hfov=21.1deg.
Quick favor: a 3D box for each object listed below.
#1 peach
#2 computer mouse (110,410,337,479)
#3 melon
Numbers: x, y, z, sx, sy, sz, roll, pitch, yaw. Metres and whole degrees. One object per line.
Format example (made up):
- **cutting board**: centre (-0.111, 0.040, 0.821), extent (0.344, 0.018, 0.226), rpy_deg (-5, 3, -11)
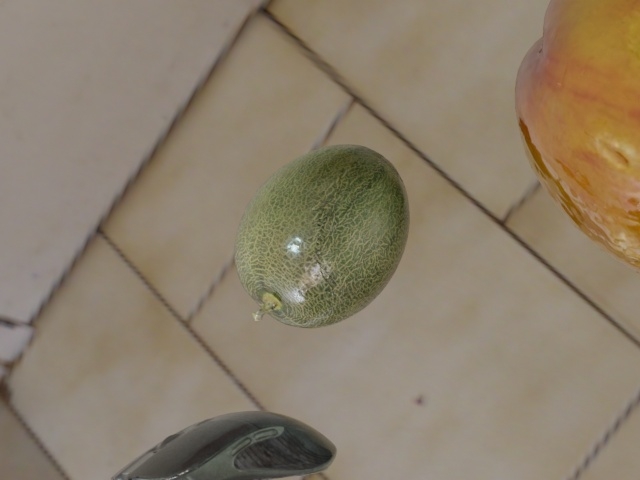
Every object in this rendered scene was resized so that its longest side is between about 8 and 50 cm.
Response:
- **peach**: centre (0.257, -0.078, 1.011), extent (0.281, 0.281, 0.238), rpy_deg (35, 128, 36)
- **computer mouse**: centre (-0.145, 0.261, 2.100), extent (0.167, 0.379, 0.090), rpy_deg (-16, 80, 50)
- **melon**: centre (0.000, 0.000, 1.471), extent (0.139, 0.139, 0.192), rpy_deg (14, 51, 36)
